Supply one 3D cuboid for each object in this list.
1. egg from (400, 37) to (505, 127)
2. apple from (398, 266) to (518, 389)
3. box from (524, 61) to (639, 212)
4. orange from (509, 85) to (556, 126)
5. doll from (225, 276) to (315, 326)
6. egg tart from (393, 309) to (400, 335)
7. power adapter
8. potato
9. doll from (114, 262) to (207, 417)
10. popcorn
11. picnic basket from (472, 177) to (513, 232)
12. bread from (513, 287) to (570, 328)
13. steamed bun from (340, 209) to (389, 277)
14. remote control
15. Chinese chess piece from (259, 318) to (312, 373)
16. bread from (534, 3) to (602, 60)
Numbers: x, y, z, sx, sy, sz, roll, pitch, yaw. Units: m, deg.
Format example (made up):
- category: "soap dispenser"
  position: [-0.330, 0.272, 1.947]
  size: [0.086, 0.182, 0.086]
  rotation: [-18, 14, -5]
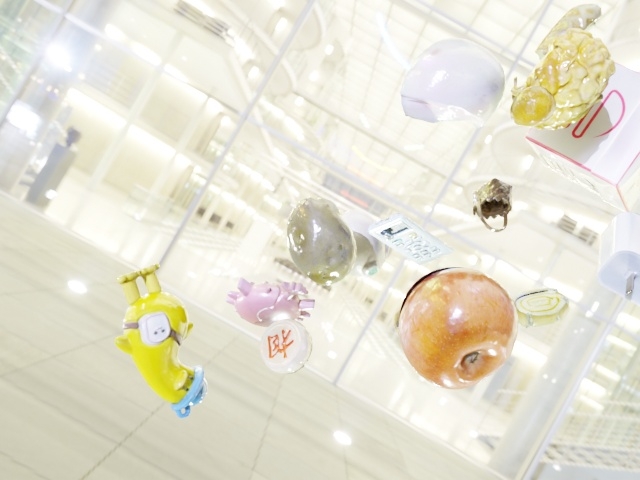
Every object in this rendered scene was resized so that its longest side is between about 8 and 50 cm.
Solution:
- category: "egg"
  position: [0.352, -0.378, 1.656]
  size: [0.271, 0.206, 0.162]
  rotation: [-3, 23, -36]
- category: "apple"
  position: [0.296, 0.192, 1.460]
  size: [0.252, 0.271, 0.206]
  rotation: [24, 29, -21]
- category: "box"
  position: [0.815, -0.305, 1.934]
  size: [0.300, 0.312, 0.314]
  rotation: [38, 8, 31]
- category: "orange"
  position: [0.448, -0.282, 1.446]
  size: [0.095, 0.085, 0.085]
  rotation: [-24, -41, 38]
- category: "doll"
  position: [-0.121, 0.154, 1.661]
  size: [0.211, 0.093, 0.262]
  rotation: [22, -33, -21]
- category: "egg tart"
  position: [0.305, 0.292, 2.328]
  size: [0.130, 0.130, 0.052]
  rotation: [31, -46, -33]
- category: "power adapter"
  position: [0.759, 0.064, 1.611]
  size: [0.187, 0.124, 0.255]
  rotation: [29, 38, 6]
- category: "potato"
  position: [0.000, 0.000, 1.775]
  size: [0.178, 0.235, 0.160]
  rotation: [-12, 11, 6]
- category: "doll"
  position: [-0.374, 0.241, 1.580]
  size: [0.200, 0.362, 0.145]
  rotation: [-21, 3, -38]
- category: "popcorn"
  position: [0.575, -0.379, 1.607]
  size: [0.190, 0.250, 0.250]
  rotation: [55, 2, 9]
- category: "picnic basket"
  position: [0.597, -0.110, 2.374]
  size: [0.128, 0.178, 0.138]
  rotation: [15, -28, -23]
- category: "bread"
  position: [0.625, 0.190, 1.931]
  size: [0.117, 0.157, 0.064]
  rotation: [-82, 159, -52]
- category: "steamed bun"
  position: [0.132, 0.017, 2.088]
  size: [0.131, 0.177, 0.228]
  rotation: [9, -44, 40]
- category: "remote control"
  position: [0.237, -0.004, 1.758]
  size: [0.103, 0.051, 0.293]
  rotation: [-24, -31, 28]
- category: "Chinese chess piece"
  position: [-0.077, 0.233, 1.510]
  size: [0.122, 0.122, 0.051]
  rotation: [28, -7, 42]
- category: "bread"
  position: [0.731, -0.618, 2.019]
  size: [0.088, 0.232, 0.128]
  rotation: [48, -13, 0]
